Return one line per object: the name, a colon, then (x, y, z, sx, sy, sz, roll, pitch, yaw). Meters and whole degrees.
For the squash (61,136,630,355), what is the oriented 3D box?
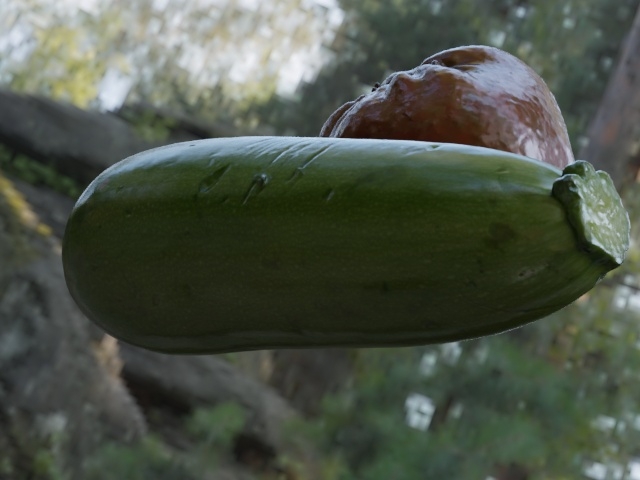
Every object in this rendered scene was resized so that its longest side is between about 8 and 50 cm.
squash: (0.000, 0.000, 0.544, 0.201, 0.066, 0.066, -4, -38, 42)

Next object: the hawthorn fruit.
hawthorn fruit: (0.064, -0.021, 0.940, 0.133, 0.133, 0.138, -19, -78, 50)
